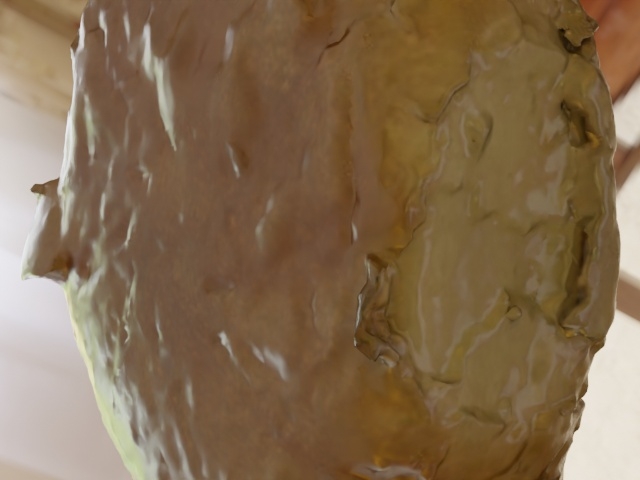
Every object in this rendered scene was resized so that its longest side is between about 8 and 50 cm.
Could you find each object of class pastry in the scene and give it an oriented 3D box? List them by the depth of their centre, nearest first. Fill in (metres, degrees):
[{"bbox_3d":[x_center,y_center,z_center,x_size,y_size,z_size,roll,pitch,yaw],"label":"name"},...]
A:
[{"bbox_3d":[0.000,0.000,0.549,0.218,0.100,0.229,-42,58,44],"label":"pastry"}]
